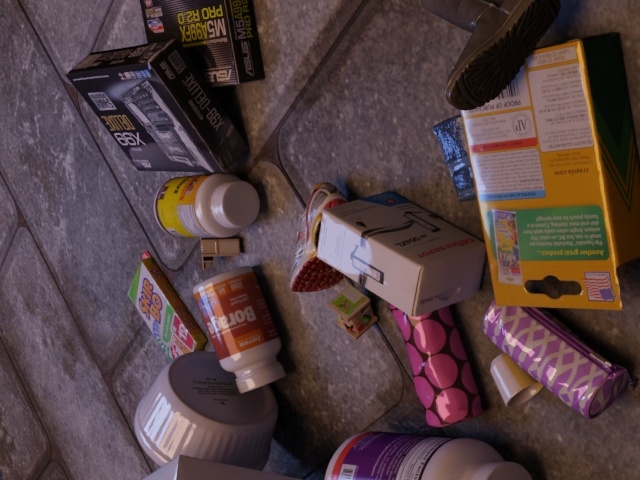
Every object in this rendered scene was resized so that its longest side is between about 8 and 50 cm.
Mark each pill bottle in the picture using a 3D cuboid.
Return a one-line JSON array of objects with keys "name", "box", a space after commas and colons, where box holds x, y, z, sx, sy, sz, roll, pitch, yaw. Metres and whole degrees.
[{"name": "pill bottle", "box": [-0.144, 0.165, 1.852, 0.121, 0.121, 0.216, -28, 82, 51]}, {"name": "pill bottle", "box": [0.164, 0.386, 1.517, 0.323, 0.181, 0.181, -9, 97, 51]}, {"name": "pill bottle", "box": [-0.206, -0.064, 1.840, 0.215, 0.117, 0.117, 0, 104, 50]}]

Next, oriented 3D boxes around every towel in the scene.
[{"name": "towel", "box": [0.201, -0.116, 1.398, 0.067, 0.029, 0.119, -18, 89, 51]}]

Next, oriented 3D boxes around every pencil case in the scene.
[{"name": "pencil case", "box": [0.168, 0.175, 1.508, 0.098, 0.095, 0.209, -18, 88, 67]}, {"name": "pencil case", "box": [0.308, 0.146, 1.323, 0.206, 0.086, 0.088, 38, 145, 35]}]

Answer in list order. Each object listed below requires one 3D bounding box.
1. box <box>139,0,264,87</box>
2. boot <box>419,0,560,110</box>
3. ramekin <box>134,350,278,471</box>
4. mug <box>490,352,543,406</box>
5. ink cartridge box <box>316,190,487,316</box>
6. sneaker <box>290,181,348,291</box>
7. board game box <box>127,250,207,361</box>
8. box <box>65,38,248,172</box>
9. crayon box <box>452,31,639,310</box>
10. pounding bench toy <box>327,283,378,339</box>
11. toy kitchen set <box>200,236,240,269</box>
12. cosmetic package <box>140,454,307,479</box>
[{"name": "box", "box": [-0.218, -0.379, 1.777, 0.270, 0.060, 0.216, 6, 109, 49]}, {"name": "boot", "box": [0.177, -0.271, 1.242, 0.189, 0.076, 0.208, -46, 45, 1]}, {"name": "ramekin", "box": [-0.203, 0.322, 1.882, 0.273, 0.273, 0.127, 42, 122, 32]}, {"name": "mug", "box": [0.278, 0.188, 1.413, 0.064, 0.078, 0.062, 59, 173, 30]}, {"name": "ink cartridge box", "box": [0.117, 0.015, 1.454, 0.203, 0.148, 0.086, 31, 124, 39]}, {"name": "sneaker", "box": [0.000, 0.000, 1.660, 0.093, 0.088, 0.225, -113, 34, -41]}, {"name": "board game box", "box": [-0.337, 0.154, 2.154, 0.259, 0.039, 0.124, 54, 138, 25]}, {"name": "box", "box": [-0.303, -0.239, 1.842, 0.307, 0.076, 0.242, 6, 137, 49]}, {"name": "crayon box", "box": [0.291, -0.080, 1.260, 0.203, 0.083, 0.323, -2, 102, 51]}, {"name": "pounding bench toy", "box": [0.065, 0.108, 1.636, 0.052, 0.083, 0.065, 37, 162, 39]}, {"name": "toy kitchen set", "box": [-0.190, 0.020, 1.924, 0.083, 0.075, 0.068, -96, 5, -75]}, {"name": "cosmetic package", "box": [-0.137, 0.490, 1.780, 0.284, 0.377, 0.097, -37, 42, 51]}]
